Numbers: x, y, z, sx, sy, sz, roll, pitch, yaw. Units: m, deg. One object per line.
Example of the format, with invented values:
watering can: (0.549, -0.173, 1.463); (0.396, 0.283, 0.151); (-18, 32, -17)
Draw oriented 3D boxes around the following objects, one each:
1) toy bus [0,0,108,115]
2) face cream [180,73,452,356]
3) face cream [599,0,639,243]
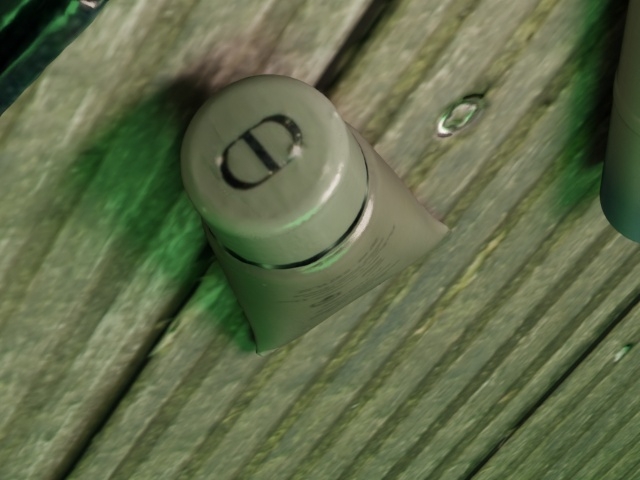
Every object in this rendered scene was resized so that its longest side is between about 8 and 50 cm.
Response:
toy bus: (-0.192, -0.136, 0.293); (0.162, 0.194, 0.323); (-42, 139, 19)
face cream: (0.000, 0.000, 0.906); (0.143, 0.089, 0.314); (-34, 161, 0)
face cream: (0.210, -0.089, 0.978); (0.077, 0.077, 0.250); (-27, 152, -12)
